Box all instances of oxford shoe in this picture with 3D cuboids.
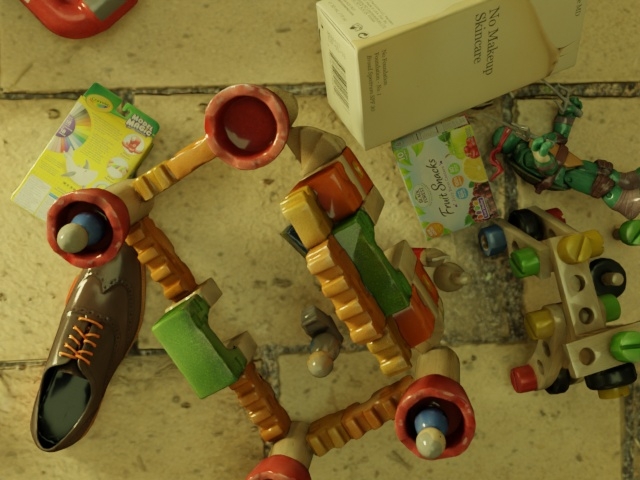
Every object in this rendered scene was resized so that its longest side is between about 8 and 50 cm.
[{"bbox_3d":[-0.274,0.124,0.993,0.097,0.098,0.271,16,87,-8],"label":"oxford shoe"}]

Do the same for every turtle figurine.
[{"bbox_3d":[0.312,-0.115,1.080,0.234,0.118,0.175,28,45,2],"label":"turtle figurine"}]

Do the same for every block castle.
[{"bbox_3d":[-0.052,0.078,0.910,0.303,0.213,0.453,-30,99,16],"label":"block castle"}]

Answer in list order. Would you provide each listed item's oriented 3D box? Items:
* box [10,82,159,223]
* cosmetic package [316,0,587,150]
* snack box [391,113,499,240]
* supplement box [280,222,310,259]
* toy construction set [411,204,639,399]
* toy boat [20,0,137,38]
[{"bbox_3d":[-0.286,-0.095,1.023,0.105,0.043,0.179,34,87,-6],"label":"box"},{"bbox_3d":[0.161,-0.249,1.010,0.310,0.160,0.113,-23,51,-11],"label":"cosmetic package"},{"bbox_3d":[0.158,-0.078,1.048,0.100,0.037,0.141,-19,122,10],"label":"snack box"},{"bbox_3d":[0.000,0.000,1.043,0.083,0.083,0.056,45,84,-6],"label":"supplement box"},{"bbox_3d":[0.270,0.068,1.005,0.309,0.237,0.257,13,88,-8],"label":"toy construction set"},{"bbox_3d":[-0.317,-0.357,0.966,0.151,0.151,0.231,-45,96,-7],"label":"toy boat"}]
